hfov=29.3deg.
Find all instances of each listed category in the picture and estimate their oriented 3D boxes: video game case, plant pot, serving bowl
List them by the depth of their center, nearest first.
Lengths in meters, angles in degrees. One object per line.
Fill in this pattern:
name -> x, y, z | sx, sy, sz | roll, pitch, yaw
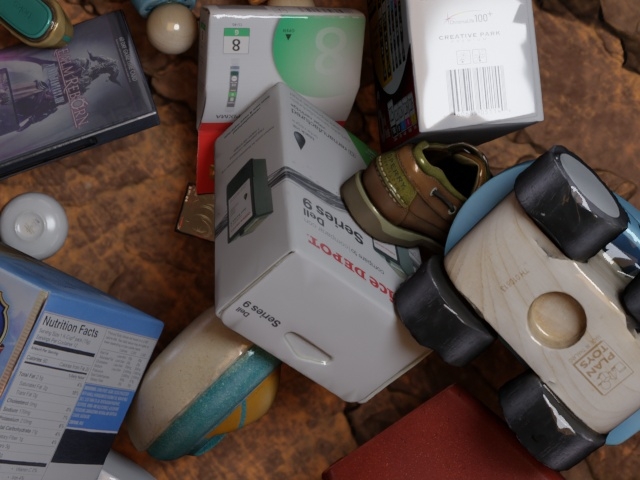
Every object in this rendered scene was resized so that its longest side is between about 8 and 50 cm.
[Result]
plant pot -> 0.142, 0.309, 1.381 | 0.267, 0.267, 0.236 | -33, 80, -3
video game case -> -0.334, -0.156, 1.388 | 0.274, 0.026, 0.196 | -20, 50, -3
serving bowl -> -0.341, -0.016, 1.446 | 0.083, 0.027, 0.083 | 0, 90, -5

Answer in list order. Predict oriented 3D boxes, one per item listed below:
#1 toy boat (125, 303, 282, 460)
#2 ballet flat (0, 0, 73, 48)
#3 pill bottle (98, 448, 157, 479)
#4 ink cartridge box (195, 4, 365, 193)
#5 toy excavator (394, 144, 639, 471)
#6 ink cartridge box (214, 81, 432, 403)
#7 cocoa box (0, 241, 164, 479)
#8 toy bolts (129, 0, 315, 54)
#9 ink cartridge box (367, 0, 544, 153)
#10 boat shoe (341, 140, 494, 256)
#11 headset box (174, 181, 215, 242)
toy boat -> -0.067, 0.129, 1.381 | 0.148, 0.267, 0.318 | 47, 55, 4
ballet flat -> -0.378, -0.295, 1.418 | 0.232, 0.073, 0.080 | 43, 98, 14
pill bottle -> -0.304, 0.374, 1.384 | 0.160, 0.160, 0.283 | 32, 88, -4
ink cartridge box -> -0.049, -0.154, 1.397 | 0.181, 0.056, 0.225 | -3, 111, -17
toy excavator -> 0.342, 0.082, 1.315 | 0.433, 0.445, 0.222 | 46, 115, 5
ink cartridge box -> 0.000, 0.000, 1.307 | 0.211, 0.289, 0.121 | 34, 120, -30
cocoa box -> -0.389, 0.106, 1.279 | 0.347, 0.231, 0.228 | 23, 88, 25
toy bolts -> -0.114, -0.307, 1.377 | 0.228, 0.218, 0.159 | -14, 79, 3
ink cartridge box -> 0.133, -0.243, 1.341 | 0.130, 0.309, 0.272 | -5, 90, -4
boat shoe -> 0.149, -0.047, 1.348 | 0.104, 0.307, 0.111 | -38, 72, 25
headset box -> -0.126, -0.028, 1.460 | 0.083, 0.032, 0.062 | 17, 89, -3
